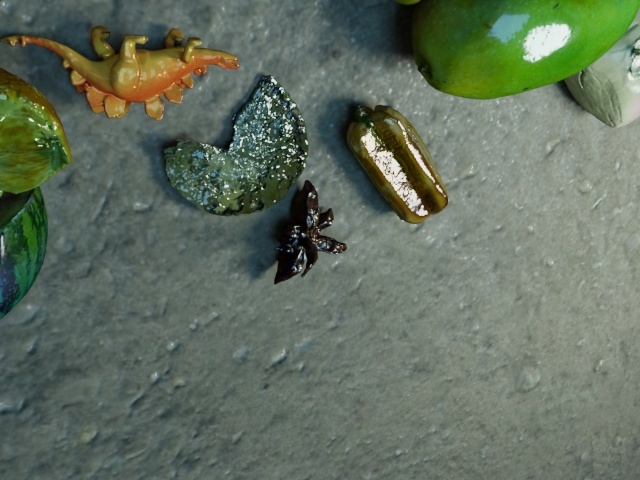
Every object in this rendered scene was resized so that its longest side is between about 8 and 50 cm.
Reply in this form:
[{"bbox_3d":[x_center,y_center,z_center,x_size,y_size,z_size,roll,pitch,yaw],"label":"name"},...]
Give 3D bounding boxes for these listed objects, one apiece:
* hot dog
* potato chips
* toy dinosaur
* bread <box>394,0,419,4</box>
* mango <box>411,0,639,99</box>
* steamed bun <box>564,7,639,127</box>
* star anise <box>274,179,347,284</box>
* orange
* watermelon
[{"bbox_3d":[0.121,-0.126,1.217,0.104,0.076,0.250,-32,127,13],"label":"hot dog"},{"bbox_3d":[-0.115,-0.122,1.103,0.220,0.029,0.202,-24,128,-20],"label":"potato chips"},{"bbox_3d":[-0.240,-0.205,0.959,0.288,0.070,0.117,-6,119,-23],"label":"toy dinosaur"},{"bbox_3d":[0.185,-0.484,1.020,0.383,0.112,0.166,-45,108,-2],"label":"bread"},{"bbox_3d":[0.307,-0.333,1.123,0.382,0.201,0.225,-17,115,-15],"label":"mango"},{"bbox_3d":[0.515,-0.298,1.301,0.170,0.152,0.239,-48,127,2],"label":"steamed bun"},{"bbox_3d":[-0.006,0.008,1.173,0.140,0.144,0.158,-36,128,-20],"label":"star anise"},{"bbox_3d":[-0.411,-0.105,0.848,0.237,0.158,0.179,-29,158,-14],"label":"orange"},{"bbox_3d":[-0.399,0.044,0.949,0.128,0.146,0.231,8,109,-34],"label":"watermelon"}]
